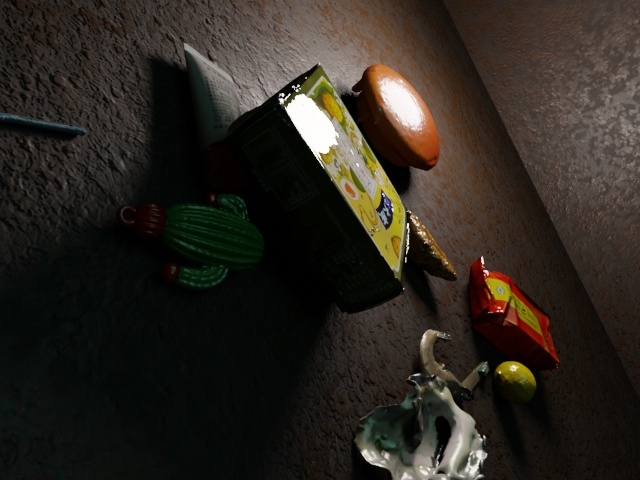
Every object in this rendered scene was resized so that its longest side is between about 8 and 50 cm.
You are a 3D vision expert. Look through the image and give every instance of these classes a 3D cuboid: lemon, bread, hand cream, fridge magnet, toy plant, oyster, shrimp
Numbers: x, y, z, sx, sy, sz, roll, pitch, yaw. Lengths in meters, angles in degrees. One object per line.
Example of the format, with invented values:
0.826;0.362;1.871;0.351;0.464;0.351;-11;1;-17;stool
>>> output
0.544;0.399;1.422;0.133;0.109;0.109;40;39;-13;lemon
0.284;0.028;1.391;0.233;0.076;0.105;52;23;1;bread
-0.199;-0.247;0.978;0.139;0.089;0.314;29;41;-49;hand cream
0.241;-0.371;1.554;0.363;0.155;0.364;31;43;-35;fridge magnet
-0.193;0.003;0.808;0.240;0.088;0.155;-17;94;-47;toy plant
0.217;0.391;1.025;0.238;0.115;0.351;54;29;7;oyster
0.307;0.308;1.247;0.219;0.046;0.152;42;42;-24;shrimp

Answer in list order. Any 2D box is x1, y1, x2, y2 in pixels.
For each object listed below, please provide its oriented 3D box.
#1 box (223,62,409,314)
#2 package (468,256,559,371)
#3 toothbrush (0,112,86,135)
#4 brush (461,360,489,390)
0.024;-0.122;1.034;0.420;0.138;0.373;56;23;-18;box
0.591;0.241;1.581;0.423;0.123;0.196;38;38;-28;package
-0.429;-0.165;0.691;0.219;0.016;0.019;-1;68;-52;toothbrush
0.423;0.366;1.365;0.190;0.027;0.034;-13;74;-53;brush
